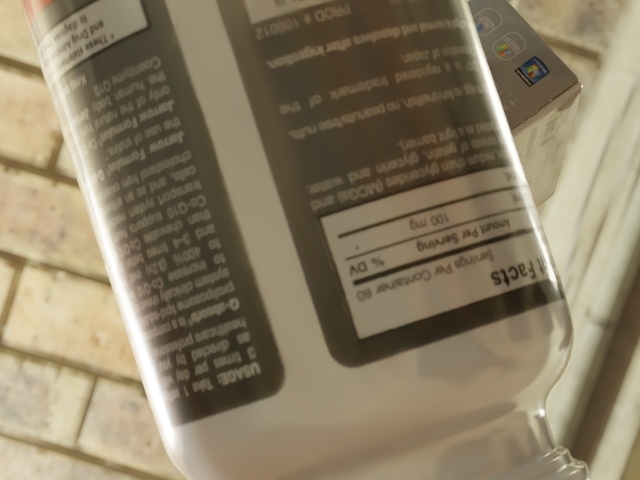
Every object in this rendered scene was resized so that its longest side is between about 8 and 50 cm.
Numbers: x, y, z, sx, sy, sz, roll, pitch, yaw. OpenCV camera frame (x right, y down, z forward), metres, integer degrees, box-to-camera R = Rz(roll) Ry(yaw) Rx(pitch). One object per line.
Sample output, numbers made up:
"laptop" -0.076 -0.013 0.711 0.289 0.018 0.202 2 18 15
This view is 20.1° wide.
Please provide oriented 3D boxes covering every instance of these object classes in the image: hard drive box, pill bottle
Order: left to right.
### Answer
"pill bottle" 0.000 0.000 0.881 0.210 0.363 0.210 -18 177 -1
"hard drive box" 0.042 -0.028 1.147 0.089 0.232 0.181 50 167 18
